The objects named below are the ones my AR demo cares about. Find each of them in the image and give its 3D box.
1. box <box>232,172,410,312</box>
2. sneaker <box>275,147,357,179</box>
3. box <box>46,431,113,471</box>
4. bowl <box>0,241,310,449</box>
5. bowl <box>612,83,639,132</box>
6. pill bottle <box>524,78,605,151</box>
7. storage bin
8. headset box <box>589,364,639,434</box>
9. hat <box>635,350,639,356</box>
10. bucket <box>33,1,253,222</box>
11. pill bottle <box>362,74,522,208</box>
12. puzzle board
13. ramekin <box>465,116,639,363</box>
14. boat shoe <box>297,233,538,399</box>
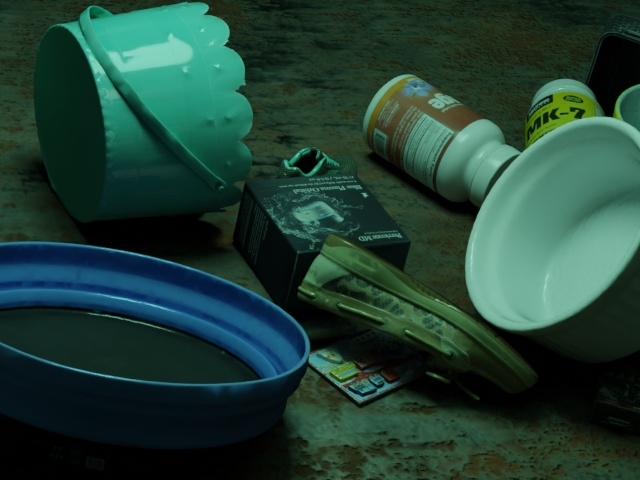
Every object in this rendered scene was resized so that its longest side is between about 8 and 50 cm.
[{"bbox_3d":[0.000,0.000,1.884,0.156,0.093,0.158,-6,38,-28],"label":"box"},{"bbox_3d":[-0.003,-0.090,2.037,0.065,0.076,0.166,30,36,24],"label":"sneaker"},{"bbox_3d":[-0.232,0.180,1.554,0.062,0.052,0.083,12,33,-4],"label":"box"},{"bbox_3d":[-0.206,0.101,1.574,0.391,0.077,0.391,12,15,-3],"label":"bowl"},{"bbox_3d":[0.523,-0.083,2.143,0.289,0.156,0.289,10,31,-6],"label":"bowl"},{"bbox_3d":[0.347,-0.139,2.203,0.119,0.119,0.208,12,31,-1],"label":"pill bottle"},{"bbox_3d":[0.459,-0.232,2.330,0.122,0.180,0.084,19,32,10],"label":"storage bin"},{"bbox_3d":[0.341,0.183,1.777,0.062,0.032,0.083,15,33,4],"label":"headset box"},{"bbox_3d":[0.484,0.022,1.861,0.331,0.134,0.331,-1,64,1],"label":"hat"},{"bbox_3d":[-0.221,-0.153,1.893,0.183,0.281,0.281,-11,39,-29],"label":"bucket"},{"bbox_3d":[0.171,-0.128,2.119,0.216,0.121,0.121,35,38,31],"label":"pill bottle"},{"bbox_3d":[0.056,0.137,1.766,0.128,0.011,0.096,-19,44,-41],"label":"puzzle board"},{"bbox_3d":[0.315,0.008,1.818,0.135,0.277,0.277,32,21,-32],"label":"ramekin"},{"bbox_3d":[0.111,0.099,1.764,0.285,0.089,0.104,33,2,6],"label":"boat shoe"}]
